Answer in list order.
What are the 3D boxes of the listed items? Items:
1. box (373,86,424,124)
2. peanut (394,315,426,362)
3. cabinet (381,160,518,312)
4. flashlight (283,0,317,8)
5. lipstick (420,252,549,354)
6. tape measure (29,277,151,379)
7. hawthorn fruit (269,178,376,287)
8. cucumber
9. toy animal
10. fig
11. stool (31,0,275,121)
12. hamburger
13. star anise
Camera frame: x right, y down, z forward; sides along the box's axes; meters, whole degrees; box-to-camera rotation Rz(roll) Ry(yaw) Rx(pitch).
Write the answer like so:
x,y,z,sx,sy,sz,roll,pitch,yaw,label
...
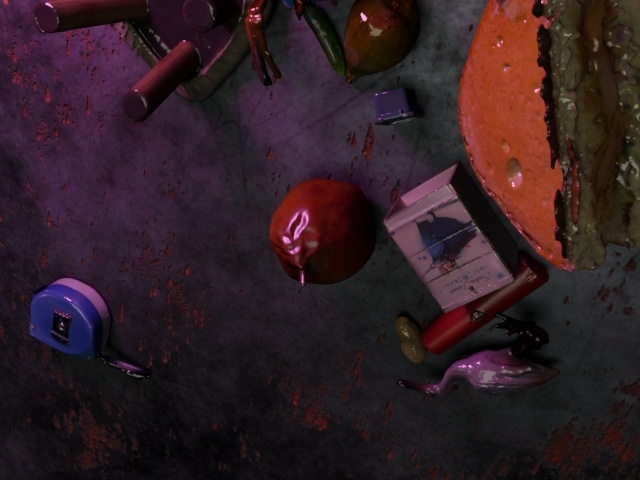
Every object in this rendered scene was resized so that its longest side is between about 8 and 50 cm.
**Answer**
x,y,z,sx,sy,sz,roll,pitch,yaw,label
0.136,-0.238,1.050,0.074,0.099,0.054,-11,95,24,box
0.192,0.212,1.268,0.054,0.054,0.113,-17,105,27,peanut
0.242,-0.007,1.086,0.145,0.150,0.206,-31,100,30,cabinet
-0.006,-0.434,1.016,0.129,0.051,0.051,-14,110,2,flashlight
0.317,0.130,1.170,0.073,0.073,0.280,43,120,-3,lipstick
-0.602,0.238,1.557,0.351,0.098,0.215,22,121,7,tape measure
0.000,0.000,1.125,0.208,0.248,0.208,8,122,13,hawthorn fruit
0.006,-0.374,1.065,0.039,0.039,0.168,-23,105,28,cucumber
0.338,0.262,1.206,0.195,0.090,0.324,38,126,-16,toy animal
0.104,-0.339,1.016,0.127,0.133,0.185,1,154,4,fig
-0.289,-0.417,1.049,0.310,0.226,0.310,44,121,-5,stool
0.359,-0.208,0.890,0.268,0.287,0.445,-20,109,-15,hamburger
-0.049,-0.412,0.919,0.237,0.148,0.346,17,92,-12,star anise
